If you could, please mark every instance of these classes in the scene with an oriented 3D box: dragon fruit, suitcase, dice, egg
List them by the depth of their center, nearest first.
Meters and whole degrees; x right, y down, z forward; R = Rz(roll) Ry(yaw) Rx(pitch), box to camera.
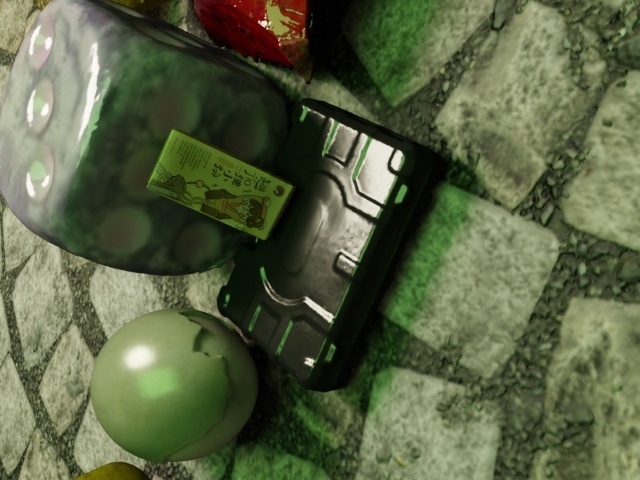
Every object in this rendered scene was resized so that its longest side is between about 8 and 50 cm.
[{"bbox_3d":[0.000,0.000,0.809,0.206,0.066,0.285,34,105,42],"label":"suitcase"},{"bbox_3d":[-0.165,0.171,0.851,0.217,0.183,0.183,-2,81,52],"label":"egg"},{"bbox_3d":[-0.094,-0.352,0.869,0.343,0.100,0.282,35,119,59],"label":"dragon fruit"},{"bbox_3d":[-0.224,-0.130,0.905,0.271,0.270,0.270,40,110,42],"label":"dice"}]

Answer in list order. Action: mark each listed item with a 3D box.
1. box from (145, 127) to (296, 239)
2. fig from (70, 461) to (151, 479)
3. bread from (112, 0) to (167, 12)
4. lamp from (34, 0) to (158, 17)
[{"bbox_3d":[-0.106,-0.059,0.784,0.073,0.149,0.020,-63,15,14],"label":"box"},{"bbox_3d":[-0.280,0.392,0.946,0.142,0.148,0.186,-6,54,0],"label":"fig"},{"bbox_3d":[-0.232,-0.408,1.000,0.147,0.260,0.160,-3,119,23],"label":"bread"},{"bbox_3d":[-0.379,-0.413,1.188,0.274,0.177,0.177,48,115,36],"label":"lamp"}]
